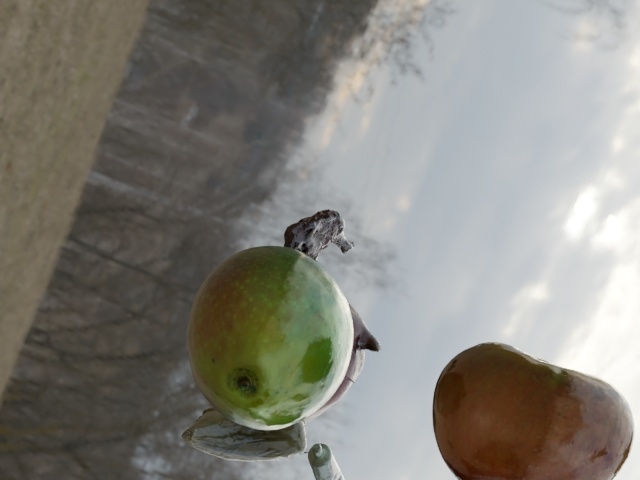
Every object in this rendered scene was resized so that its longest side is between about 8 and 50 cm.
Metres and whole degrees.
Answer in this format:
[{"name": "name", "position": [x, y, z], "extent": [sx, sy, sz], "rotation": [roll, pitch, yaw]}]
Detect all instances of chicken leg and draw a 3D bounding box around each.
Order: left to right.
[{"name": "chicken leg", "position": [0.001, -0.006, 1.862], "extent": [0.205, 0.053, 0.093], "rotation": [-15, 118, -53]}]

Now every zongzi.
[{"name": "zongzi", "position": [-0.129, 0.332, 2.107], "extent": [0.197, 0.194, 0.099], "rotation": [21, 69, -77]}]

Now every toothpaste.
[{"name": "toothpaste", "position": [0.014, 0.376, 1.948], "extent": [0.060, 0.038, 0.233], "rotation": [-58, 154, -25]}]

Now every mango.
[{"name": "mango", "position": [-0.051, 0.118, 1.563], "extent": [0.382, 0.201, 0.225], "rotation": [-5, 83, -77]}]

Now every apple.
[{"name": "apple", "position": [0.247, 0.223, 1.463], "extent": [0.210, 0.235, 0.173], "rotation": [26, 82, -57]}]

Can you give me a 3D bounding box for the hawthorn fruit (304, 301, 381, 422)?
[{"name": "hawthorn fruit", "position": [-0.061, 0.218, 2.450], "extent": [0.311, 0.295, 0.295], "rotation": [-45, -165, 24]}]
